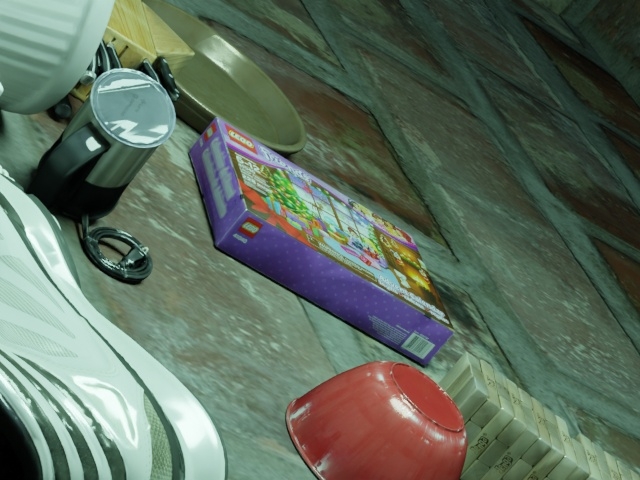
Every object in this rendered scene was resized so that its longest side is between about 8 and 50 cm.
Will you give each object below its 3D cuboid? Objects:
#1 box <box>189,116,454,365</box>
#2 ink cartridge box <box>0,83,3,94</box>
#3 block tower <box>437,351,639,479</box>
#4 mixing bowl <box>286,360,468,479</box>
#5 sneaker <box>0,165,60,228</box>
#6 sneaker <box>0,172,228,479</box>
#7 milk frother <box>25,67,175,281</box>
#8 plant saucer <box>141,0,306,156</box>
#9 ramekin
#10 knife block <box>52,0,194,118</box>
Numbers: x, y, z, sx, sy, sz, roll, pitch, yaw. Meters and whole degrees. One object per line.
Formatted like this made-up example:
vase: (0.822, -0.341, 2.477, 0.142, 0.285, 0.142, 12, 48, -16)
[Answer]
box: (0.000, 0.000, 2.155, 0.293, 0.057, 0.201, 30, 20, -28)
ink cartridge box: (-0.416, -0.200, 1.699, 0.198, 0.115, 0.273, 23, 25, -43)
block tower: (0.241, 0.245, 2.015, 0.335, 0.097, 0.091, 35, 18, -14)
mixing bowl: (0.069, 0.177, 1.824, 0.181, 0.098, 0.181, 37, 19, -15)
sneaker: (-0.287, -0.036, 1.614, 0.235, 0.095, 0.090, 20, 26, -50)
sneaker: (-0.269, 0.030, 1.243, 0.447, 0.169, 0.257, 37, 4, 31)
milk frother: (-0.180, -0.054, 1.800, 0.143, 0.135, 0.129, 35, 50, -7)
plant saucer: (-0.134, -0.188, 2.352, 0.278, 0.041, 0.278, 36, 18, -14)
ramekin: (-0.303, -0.261, 1.850, 0.127, 0.273, 0.273, 10, 33, -36)
knife block: (-0.252, -0.212, 2.094, 0.276, 0.088, 0.242, 46, 18, 15)
